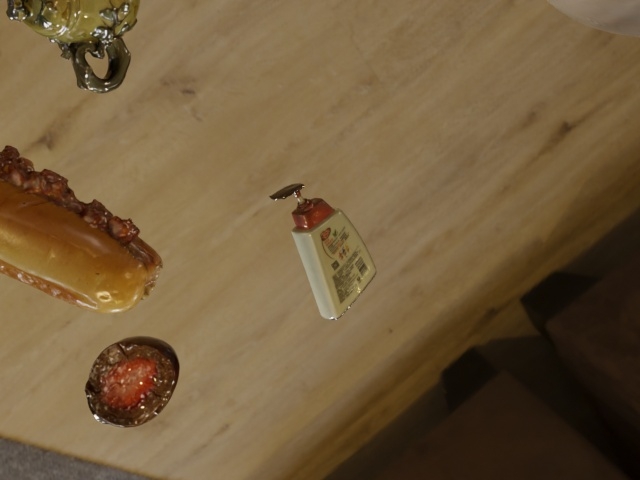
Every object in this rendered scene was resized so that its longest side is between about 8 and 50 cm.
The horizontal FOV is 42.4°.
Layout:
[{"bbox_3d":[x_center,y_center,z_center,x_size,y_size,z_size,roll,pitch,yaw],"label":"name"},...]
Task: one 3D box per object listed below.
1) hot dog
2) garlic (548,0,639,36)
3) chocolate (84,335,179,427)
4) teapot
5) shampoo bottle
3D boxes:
[{"bbox_3d":[-0.229,-0.026,0.593,0.249,0.102,0.076,24,107,6],"label":"hot dog"},{"bbox_3d":[0.198,-0.194,0.321,0.279,0.325,0.132,-32,106,29],"label":"garlic"},{"bbox_3d":[-0.263,0.199,1.196,0.133,0.127,0.124,-20,120,12],"label":"chocolate"},{"bbox_3d":[-0.333,-0.319,1.086,0.182,0.173,0.269,-41,125,-50],"label":"teapot"},{"bbox_3d":[0.000,0.000,1.573,0.153,0.071,0.284,-47,123,-26],"label":"shampoo bottle"}]
